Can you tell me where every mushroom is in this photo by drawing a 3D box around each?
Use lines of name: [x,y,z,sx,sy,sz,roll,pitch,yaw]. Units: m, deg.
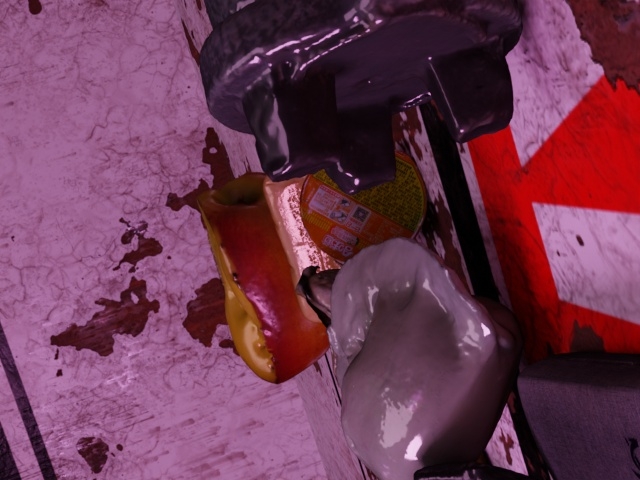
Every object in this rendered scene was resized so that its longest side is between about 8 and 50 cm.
mushroom: [0.084,0.189,1.666,0.344,0.130,0.247,66,-172,29]

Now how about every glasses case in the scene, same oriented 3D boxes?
glasses case: [0.257,0.163,0.927,0.323,0.074,0.131,152,98,-80]

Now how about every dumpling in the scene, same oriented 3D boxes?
dumpling: [0.122,0.158,1.248,0.320,0.212,0.270,-61,25,19]

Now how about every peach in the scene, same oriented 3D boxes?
peach: [-0.074,0.076,2.098,0.306,0.243,0.380,-130,26,-52]

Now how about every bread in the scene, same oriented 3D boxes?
bread: [0.000,0.000,1.888,0.091,0.142,0.305,-61,-40,-59]

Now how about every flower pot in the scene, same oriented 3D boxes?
flower pot: [0.025,-0.197,0.927,0.299,0.299,0.282,125,133,-78]

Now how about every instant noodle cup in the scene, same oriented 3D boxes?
instant noodle cup: [0.059,-0.028,1.478,0.185,0.168,0.168,80,169,-77]

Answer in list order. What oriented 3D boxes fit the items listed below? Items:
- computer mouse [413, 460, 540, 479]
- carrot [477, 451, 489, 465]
computer mouse: [0.215,0.304,1.157,0.168,0.087,0.295,1,137,35]
carrot: [0.178,0.249,1.565,0.066,0.066,0.314,98,150,-69]
